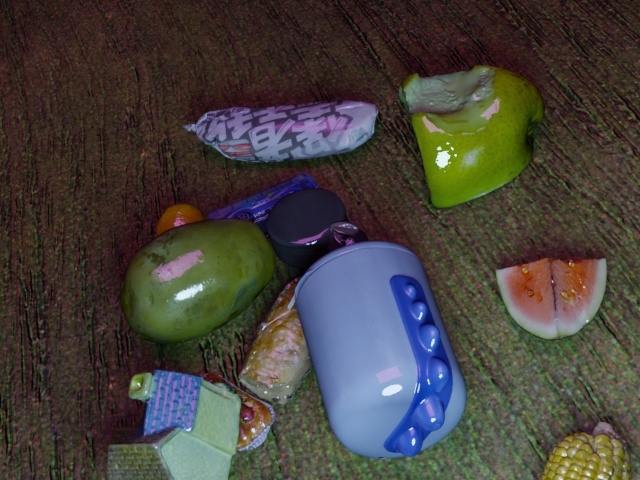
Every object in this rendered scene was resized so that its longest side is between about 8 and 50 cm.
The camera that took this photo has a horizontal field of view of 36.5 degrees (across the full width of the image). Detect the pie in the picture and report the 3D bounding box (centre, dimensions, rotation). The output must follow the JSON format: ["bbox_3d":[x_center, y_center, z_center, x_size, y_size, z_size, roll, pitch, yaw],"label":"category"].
[{"bbox_3d":[-0.048,0.169,1.781,0.128,0.068,0.282,15,48,18],"label":"pie"}]

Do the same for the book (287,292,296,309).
[{"bbox_3d":[0.030,0.073,1.759,0.172,0.118,0.012,-10,54,-37],"label":"book"}]

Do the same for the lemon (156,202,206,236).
[{"bbox_3d":[-0.281,-0.016,1.984,0.109,0.109,0.133,-4,43,14],"label":"lemon"}]

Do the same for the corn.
[{"bbox_3d":[0.356,0.415,1.407,0.130,0.130,0.347,17,58,29],"label":"corn"}]

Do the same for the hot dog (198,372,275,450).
[{"bbox_3d":[-0.167,0.302,1.713,0.191,0.059,0.108,25,57,35],"label":"hot dog"}]

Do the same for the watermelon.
[{"bbox_3d":[0.419,0.085,1.701,0.145,0.137,0.193,-2,39,-33],"label":"watermelon"}]

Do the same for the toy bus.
[{"bbox_3d":[-0.110,-0.060,1.989,0.236,0.079,0.094,-24,46,-4],"label":"toy bus"}]

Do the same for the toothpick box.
[{"bbox_3d":[0.109,0.191,1.590,0.263,0.263,0.355,-18,49,2],"label":"toothpick box"}]

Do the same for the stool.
[{"bbox_3d":[-0.007,0.005,1.853,0.153,0.139,0.228,-28,44,-11],"label":"stool"}]

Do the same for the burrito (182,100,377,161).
[{"bbox_3d":[-0.095,-0.238,2.124,0.445,0.101,0.139,-2,55,13],"label":"burrito"}]

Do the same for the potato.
[{"bbox_3d":[-0.234,0.069,1.834,0.304,0.216,0.216,-29,48,-5],"label":"potato"}]

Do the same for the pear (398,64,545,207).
[{"bbox_3d":[0.315,-0.238,1.953,0.281,0.176,0.286,-12,49,4],"label":"pear"}]

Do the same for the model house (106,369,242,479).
[{"bbox_3d":[-0.261,0.312,1.602,0.195,0.189,0.214,-4,63,29],"label":"model house"}]
